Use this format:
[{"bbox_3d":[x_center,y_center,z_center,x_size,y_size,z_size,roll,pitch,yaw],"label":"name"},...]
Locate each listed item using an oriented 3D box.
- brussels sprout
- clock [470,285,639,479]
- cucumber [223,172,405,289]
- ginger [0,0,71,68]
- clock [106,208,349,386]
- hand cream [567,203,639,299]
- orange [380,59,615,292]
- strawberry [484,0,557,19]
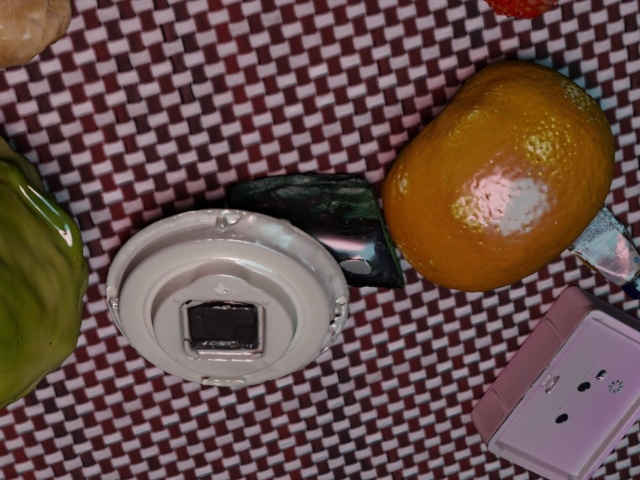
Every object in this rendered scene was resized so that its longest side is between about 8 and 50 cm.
[{"bbox_3d":[-0.381,0.031,1.101,0.276,0.315,0.371,-33,130,30],"label":"brussels sprout"},{"bbox_3d":[0.277,0.162,1.475,0.150,0.063,0.197,27,107,-26],"label":"clock"},{"bbox_3d":[0.000,0.000,1.306,0.193,0.086,0.115,6,122,-10],"label":"cucumber"},{"bbox_3d":[-0.373,-0.203,1.045,0.354,0.190,0.126,12,125,-7],"label":"ginger"},{"bbox_3d":[-0.090,0.070,1.285,0.236,0.053,0.236,2,134,2],"label":"clock"},{"bbox_3d":[0.293,0.001,1.414,0.062,0.039,0.163,-42,114,10],"label":"hand cream"},{"bbox_3d":[0.169,-0.055,1.275,0.237,0.158,0.179,-40,104,8],"label":"orange"},{"bbox_3d":[0.213,-0.306,1.184,0.175,0.107,0.236,-23,121,-3],"label":"strawberry"}]
